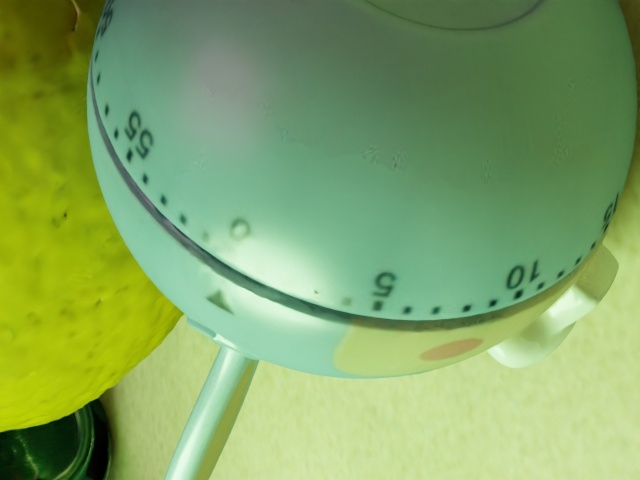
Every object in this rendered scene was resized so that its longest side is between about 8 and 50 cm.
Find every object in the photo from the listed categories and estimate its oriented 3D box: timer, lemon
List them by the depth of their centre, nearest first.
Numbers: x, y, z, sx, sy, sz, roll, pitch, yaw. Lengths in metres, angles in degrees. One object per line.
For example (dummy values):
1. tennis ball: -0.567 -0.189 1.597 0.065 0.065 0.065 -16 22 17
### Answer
1. timer: 0.017 -0.001 0.559 0.175 0.175 0.255 49 155 46
2. lemon: -0.153 -0.057 0.685 0.293 0.293 0.293 5 96 58

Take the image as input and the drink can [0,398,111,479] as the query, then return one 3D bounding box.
1. drink can: -0.187 0.133 0.903 0.205 0.118 0.118 -52 49 48
